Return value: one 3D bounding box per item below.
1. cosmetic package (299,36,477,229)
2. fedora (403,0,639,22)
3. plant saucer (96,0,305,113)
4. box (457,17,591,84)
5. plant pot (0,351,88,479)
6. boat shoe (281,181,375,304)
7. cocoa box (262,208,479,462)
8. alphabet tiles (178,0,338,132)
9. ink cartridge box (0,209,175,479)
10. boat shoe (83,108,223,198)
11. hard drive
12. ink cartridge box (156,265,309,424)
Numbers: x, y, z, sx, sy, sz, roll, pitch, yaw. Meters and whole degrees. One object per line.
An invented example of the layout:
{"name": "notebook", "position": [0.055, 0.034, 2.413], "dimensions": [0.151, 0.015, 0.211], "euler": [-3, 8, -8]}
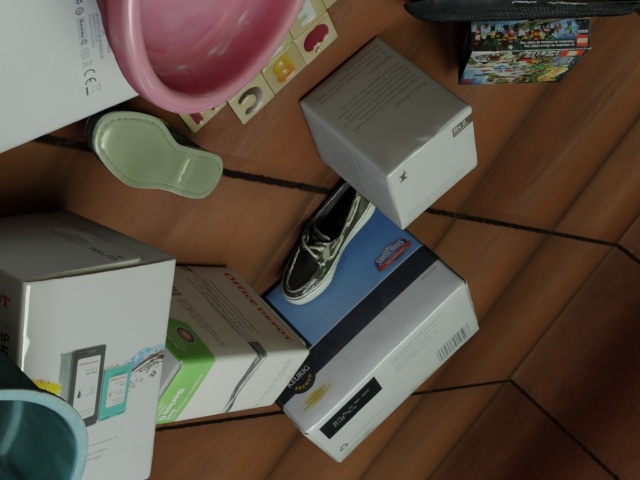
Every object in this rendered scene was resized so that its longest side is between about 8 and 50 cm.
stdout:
{"name": "cosmetic package", "position": [0.097, -0.147, 1.419], "dimensions": [0.151, 0.184, 0.151], "euler": [-41, 152, -10]}
{"name": "fedora", "position": [0.268, -0.368, 1.347], "dimensions": [0.334, 0.334, 0.152], "euler": [-16, 109, -45]}
{"name": "plant saucer", "position": [-0.103, -0.287, 0.971], "dimensions": [0.332, 0.084, 0.332], "euler": [-51, 158, -31]}
{"name": "box", "position": [0.286, -0.268, 1.481], "dimensions": [0.233, 0.159, 0.044], "euler": [31, 58, -86]}
{"name": "plant pot", "position": [-0.438, 0.147, 0.903], "dimensions": [0.341, 0.334, 0.341], "euler": [-33, 149, -23]}
{"name": "boat shoe", "position": [0.000, 0.000, 1.606], "dimensions": [0.219, 0.078, 0.070], "euler": [-57, 152, 3]}
{"name": "cocoa box", "position": [0.056, 0.153, 1.713], "dimensions": [0.347, 0.228, 0.231], "euler": [-43, 153, -6]}
{"name": "alphabet tiles", "position": [-0.085, -0.275, 1.183], "dimensions": [0.285, 0.011, 0.342], "euler": [-44, 153, -5]}
{"name": "ink cartridge box", "position": [-0.305, 0.125, 1.119], "dimensions": [0.197, 0.198, 0.270], "euler": [-10, 114, -50]}
{"name": "boat shoe", "position": [-0.202, -0.103, 1.185], "dimensions": [0.081, 0.069, 0.228], "euler": [-61, 151, 2]}
{"name": "hard drive", "position": [-0.291, -0.182, 0.977], "dimensions": [0.319, 0.040, 0.210], "euler": [-29, 147, -27]}
{"name": "ink cartridge box", "position": [-0.177, 0.133, 1.394], "dimensions": [0.273, 0.198, 0.114], "euler": [5, 124, -56]}
